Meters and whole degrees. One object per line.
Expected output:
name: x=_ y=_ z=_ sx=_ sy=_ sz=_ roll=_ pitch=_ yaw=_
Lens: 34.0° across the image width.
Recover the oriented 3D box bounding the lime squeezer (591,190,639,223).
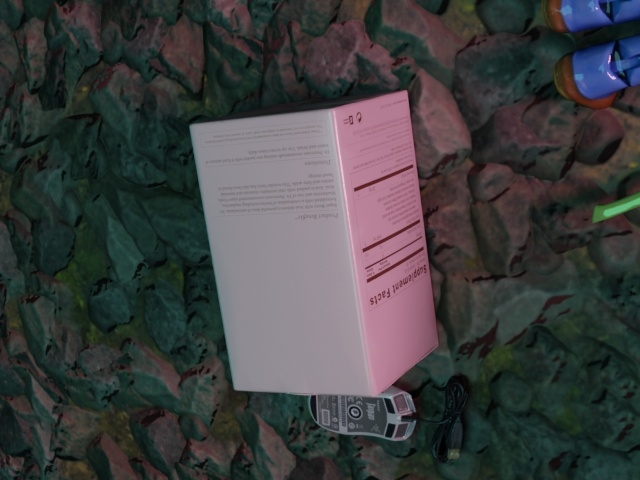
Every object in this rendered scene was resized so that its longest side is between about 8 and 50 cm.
lime squeezer: x=0.403 y=-0.042 z=0.928 sx=0.310 sy=0.059 sz=0.110 roll=13 pitch=86 yaw=26

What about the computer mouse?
computer mouse: x=0.077 y=0.193 z=1.210 sx=0.193 sy=0.042 sz=0.106 roll=8 pitch=112 yaw=23

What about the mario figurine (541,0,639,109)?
mario figurine: x=0.369 y=-0.197 z=0.905 sx=0.320 sy=0.170 sz=0.198 roll=-2 pitch=139 yaw=42

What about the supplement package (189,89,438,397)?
supplement package: x=0.000 y=0.000 z=1.121 sx=0.177 sy=0.175 sz=0.293 roll=-2 pitch=102 yaw=30
